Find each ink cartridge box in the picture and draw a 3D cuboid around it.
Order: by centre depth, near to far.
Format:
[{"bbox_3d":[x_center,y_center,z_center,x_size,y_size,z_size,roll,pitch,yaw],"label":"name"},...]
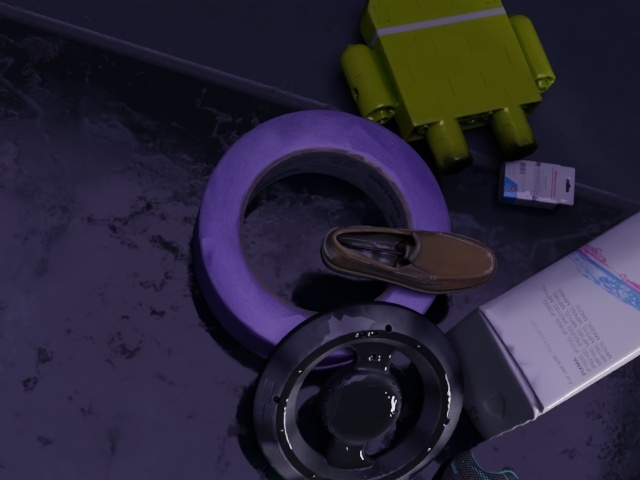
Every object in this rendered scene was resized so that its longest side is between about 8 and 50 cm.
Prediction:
[{"bbox_3d":[0.294,0.074,1.598,0.306,0.226,0.131,-27,81,-16],"label":"ink cartridge box"},{"bbox_3d":[0.249,-0.064,1.729,0.083,0.028,0.048,8,74,-7],"label":"ink cartridge box"}]

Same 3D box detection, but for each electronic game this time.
[{"bbox_3d":[0.040,0.169,1.571,0.229,0.048,0.229,-5,113,-13],"label":"electronic game"}]

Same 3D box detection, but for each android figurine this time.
[{"bbox_3d":[0.145,-0.208,1.721,0.248,0.056,0.273,-15,69,-20],"label":"android figurine"}]

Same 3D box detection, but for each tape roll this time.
[{"bbox_3d":[0.000,0.000,1.640,0.274,0.090,0.275,3,74,-9],"label":"tape roll"}]

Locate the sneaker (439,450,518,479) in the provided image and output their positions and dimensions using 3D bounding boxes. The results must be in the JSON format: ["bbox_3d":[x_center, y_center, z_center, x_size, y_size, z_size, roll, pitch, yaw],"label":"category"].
[{"bbox_3d":[0.202,0.282,1.615,0.166,0.065,0.076,28,68,-3],"label":"sneaker"}]

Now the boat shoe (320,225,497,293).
[{"bbox_3d":[0.097,0.016,1.567,0.189,0.072,0.068,3,75,-9],"label":"boat shoe"}]
